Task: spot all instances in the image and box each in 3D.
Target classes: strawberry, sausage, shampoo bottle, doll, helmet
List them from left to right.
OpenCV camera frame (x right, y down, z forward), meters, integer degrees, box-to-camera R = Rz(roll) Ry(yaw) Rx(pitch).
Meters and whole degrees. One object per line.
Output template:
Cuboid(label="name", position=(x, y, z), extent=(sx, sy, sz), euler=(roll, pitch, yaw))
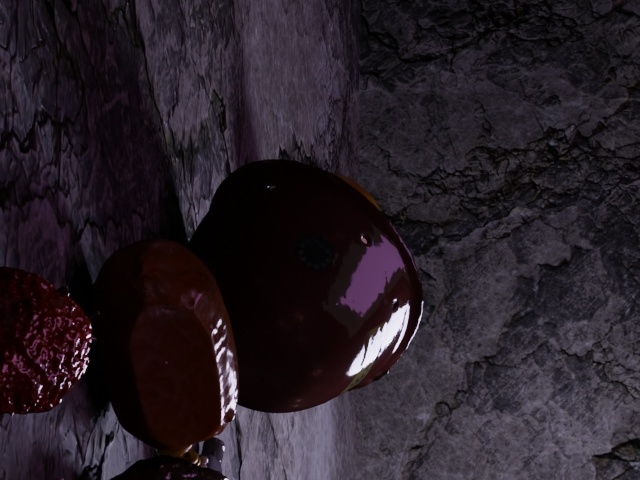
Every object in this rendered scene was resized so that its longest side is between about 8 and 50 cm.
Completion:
Cuboid(label="strawberry", position=(-0.263, 0.083, 1.384), extent=(0.148, 0.131, 0.131), euler=(34, 53, -78))
Cuboid(label="sausage", position=(-0.174, 0.115, 1.840), extent=(0.141, 0.153, 0.268), euler=(-121, -163, -51))
Cuboid(label="doll", position=(-0.159, 0.312, 2.091), extent=(0.073, 0.084, 0.127), euler=(-70, 148, -67))
Cuboid(label="shampoo bottle", position=(-0.157, 0.334, 2.248), extent=(0.165, 0.040, 0.080), euler=(-82, 165, -54))
Cuboid(label="helmet", position=(-0.068, 0.104, 2.191), extent=(0.230, 0.337, 0.385), euler=(-46, 165, -47))

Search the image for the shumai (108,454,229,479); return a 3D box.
Cuboid(label="shumai", position=(-0.185, 0.340, 1.792), extent=(0.185, 0.218, 0.184), euler=(-44, -113, 48))

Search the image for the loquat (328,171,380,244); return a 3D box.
Cuboid(label="loquat", position=(0.000, 0.000, 2.791), extent=(0.235, 0.235, 0.235), euler=(-3, 90, -81))

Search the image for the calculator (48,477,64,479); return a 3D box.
Cuboid(label="calculator", position=(-0.264, 0.400, 1.515), extent=(0.220, 0.048, 0.330), euler=(-63, 151, -75))
